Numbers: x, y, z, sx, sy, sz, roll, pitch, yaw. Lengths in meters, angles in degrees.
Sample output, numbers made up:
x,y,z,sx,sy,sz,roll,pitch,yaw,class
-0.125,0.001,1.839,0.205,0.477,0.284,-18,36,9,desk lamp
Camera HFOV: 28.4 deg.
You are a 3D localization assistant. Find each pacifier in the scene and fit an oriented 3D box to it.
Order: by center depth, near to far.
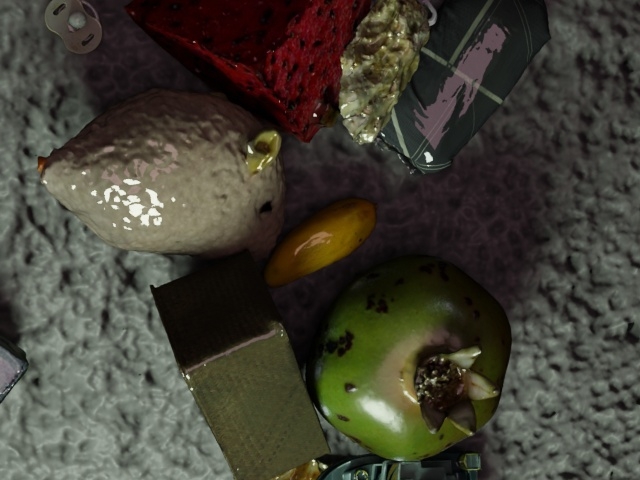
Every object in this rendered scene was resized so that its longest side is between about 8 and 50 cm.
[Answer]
x,y,z,sx,sy,sz,roll,pitch,yaw,class
-0.319,-0.290,1.665,0.068,0.064,0.083,-46,105,-17,pacifier

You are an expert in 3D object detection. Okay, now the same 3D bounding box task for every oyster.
x,y,z,sx,sy,sz,roll,pitch,yaw,class
0.090,-0.227,1.653,0.133,0.072,0.209,40,70,-47,oyster

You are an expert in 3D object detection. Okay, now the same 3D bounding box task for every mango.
x,y,z,sx,sy,sz,roll,pitch,yaw,class
0.000,0.000,1.759,0.190,0.098,0.075,-31,69,-7,mango

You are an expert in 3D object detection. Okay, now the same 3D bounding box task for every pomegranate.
x,y,z,sx,sy,sz,roll,pitch,yaw,class
0.112,0.162,1.694,0.290,0.323,0.291,1,95,11,pomegranate

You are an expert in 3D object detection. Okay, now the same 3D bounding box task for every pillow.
x,y,z,sx,sy,sz,roll,pitch,yaw,class
0.195,-0.248,1.744,0.161,0.092,0.335,37,93,-5,pillow

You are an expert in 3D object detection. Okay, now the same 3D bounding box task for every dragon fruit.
x,y,z,sx,sy,sz,roll,pitch,yaw,class
-0.027,-0.295,1.626,0.330,0.240,0.302,-45,121,8,dragon fruit

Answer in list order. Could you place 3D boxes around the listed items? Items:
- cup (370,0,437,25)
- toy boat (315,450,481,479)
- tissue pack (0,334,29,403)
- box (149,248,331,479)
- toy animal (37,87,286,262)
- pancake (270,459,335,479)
x,y,z,sx,sy,sz,roll,pitch,yaw,class
0.107,-0.323,1.720,0.116,0.074,0.104,-35,78,1,cup
0.110,0.356,1.785,0.296,0.122,0.114,5,71,-35,toy boat
-0.615,0.229,1.661,0.288,0.124,0.394,39,85,-11,tissue pack
-0.105,0.172,1.684,0.143,0.184,0.273,-24,131,-6,box
-0.192,-0.092,1.645,0.358,0.188,0.227,6,117,-38,toy animal
-0.033,0.358,1.853,0.266,0.057,0.245,-19,94,-10,pancake
